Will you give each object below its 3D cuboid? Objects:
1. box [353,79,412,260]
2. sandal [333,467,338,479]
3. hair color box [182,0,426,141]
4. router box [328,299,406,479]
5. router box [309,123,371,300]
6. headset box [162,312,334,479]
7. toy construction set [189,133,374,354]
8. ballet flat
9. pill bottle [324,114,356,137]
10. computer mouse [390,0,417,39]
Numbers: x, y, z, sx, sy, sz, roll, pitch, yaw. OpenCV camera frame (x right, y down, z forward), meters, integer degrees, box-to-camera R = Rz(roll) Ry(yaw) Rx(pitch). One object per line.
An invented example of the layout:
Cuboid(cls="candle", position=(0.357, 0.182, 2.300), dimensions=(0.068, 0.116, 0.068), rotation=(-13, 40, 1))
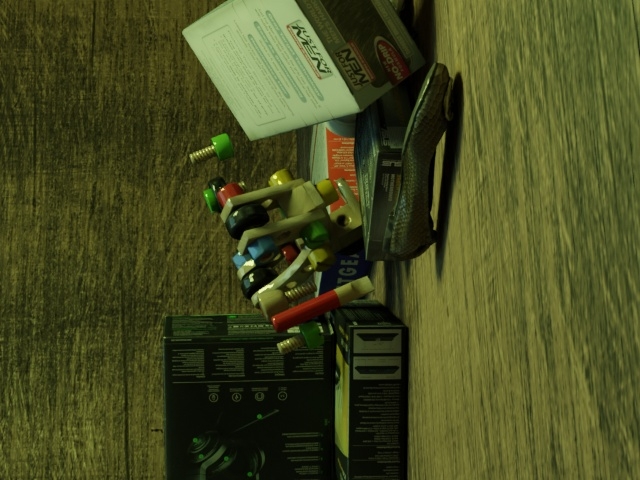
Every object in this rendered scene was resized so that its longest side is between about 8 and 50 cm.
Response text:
Cuboid(cls="box", position=(0.084, -0.114, 1.752), dimensions=(0.231, 0.056, 0.183), rotation=(-95, 6, -49))
Cuboid(cls="sandal", position=(-0.034, 0.392, 2.358), dimensions=(0.446, 0.107, 0.168), rotation=(111, 152, -66))
Cuboid(cls="hair color box", position=(-0.033, -0.249, 1.695), dimensions=(0.185, 0.113, 0.374), rotation=(57, 160, -12))
Cuboid(cls="router box", position=(0.062, 0.220, 1.876), dimensions=(0.309, 0.081, 0.243), rotation=(-144, 54, -85))
Cuboid(cls="router box", position=(0.035, -0.084, 2.200), dimensions=(0.335, 0.082, 0.301), rotation=(99, 170, -62))
Cuboid(cls="headset box", position=(-0.106, 0.258, 1.938), dimensions=(0.131, 0.246, 0.283), rotation=(-115, 23, -78))
Cuboid(cls="toy construction set", position=(0.000, 0.000, 1.820), dimensions=(0.309, 0.237, 0.257), rotation=(-123, 13, -50))
Cuboid(cls="ballet flat", position=(0.116, -0.079, 1.431), dimensions=(0.084, 0.058, 0.250), rotation=(-60, -16, -53))
Cuboid(cls="pill bottle", position=(0.049, -0.244, 1.865), dimensions=(0.108, 0.108, 0.193), rotation=(-95, 7, -45))
Cuboid(cls="computer mouse", position=(0.097, -0.315, 1.710), dimensions=(0.106, 0.042, 0.193), rotation=(89, 174, -69))
